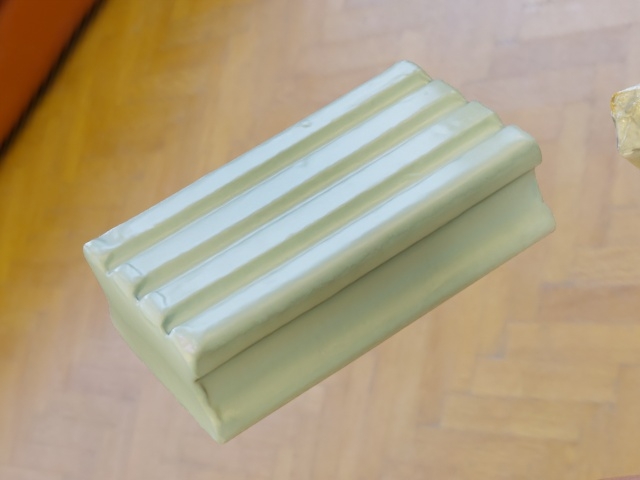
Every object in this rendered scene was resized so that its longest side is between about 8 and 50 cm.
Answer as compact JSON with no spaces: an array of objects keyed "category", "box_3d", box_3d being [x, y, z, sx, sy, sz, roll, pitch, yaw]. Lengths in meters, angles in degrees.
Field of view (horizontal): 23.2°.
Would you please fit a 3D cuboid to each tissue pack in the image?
[{"category":"tissue pack","box_3d":[0.186,-0.055,0.777,0.062,0.083,0.042,-14,74,25]}]

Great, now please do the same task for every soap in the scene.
[{"category":"soap","box_3d":[0.000,0.000,1.017,0.265,0.087,0.160,-32,39,-17]}]

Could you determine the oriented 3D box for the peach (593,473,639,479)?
[{"category":"peach","box_3d":[0.118,0.252,0.548,0.370,0.370,0.370,-20,63,45]}]
